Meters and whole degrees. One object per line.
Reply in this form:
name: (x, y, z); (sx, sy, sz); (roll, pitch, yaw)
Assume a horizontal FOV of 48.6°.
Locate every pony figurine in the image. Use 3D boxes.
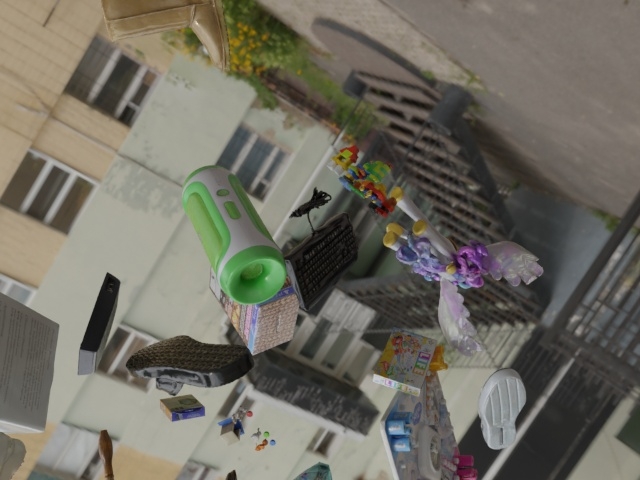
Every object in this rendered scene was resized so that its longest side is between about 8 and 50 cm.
pony figurine: (0.329, 0.057, 1.756); (0.364, 0.302, 0.351); (34, -164, -27)

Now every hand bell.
hand bell: (-0.594, 0.654, 1.989); (0.126, 0.126, 0.241); (21, -127, -65)

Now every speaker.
speaker: (-0.165, -0.018, 1.303); (0.131, 0.131, 0.296); (28, -160, -41)

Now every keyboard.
keyboard: (0.000, 0.000, 1.487); (0.201, 0.033, 0.317); (68, -153, -10)

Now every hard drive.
hard drive: (-0.614, 0.234, 1.972); (0.054, 0.172, 0.254); (15, -131, -10)

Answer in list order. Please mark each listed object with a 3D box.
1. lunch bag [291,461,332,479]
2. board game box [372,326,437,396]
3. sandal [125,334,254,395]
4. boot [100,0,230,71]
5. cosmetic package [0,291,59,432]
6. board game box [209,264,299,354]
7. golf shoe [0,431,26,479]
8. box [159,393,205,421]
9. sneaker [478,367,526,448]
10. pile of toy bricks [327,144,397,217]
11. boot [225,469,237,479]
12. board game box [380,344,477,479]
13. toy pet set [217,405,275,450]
lunch bag: (-0.058, 0.715, 1.860); (0.160, 0.262, 0.223); (31, 153, 7)
board game box: (0.187, 0.263, 1.553); (0.104, 0.026, 0.154); (16, -140, 14)
sandal: (-0.315, 0.307, 1.649); (0.168, 0.106, 0.446); (-27, -165, -37)
boot: (-0.356, -0.496, 1.653); (0.270, 0.236, 0.089); (-10, -167, -6)
cosmetic package: (-0.965, 0.338, 1.925); (0.328, 0.329, 0.393); (-3, 157, 6)
board game box: (-0.200, 0.144, 2.103); (0.141, 0.232, 0.291); (-19, -127, -28)
golf shoe: (-0.828, 0.580, 1.645); (0.115, 0.306, 0.140); (4, 143, 35)
box: (-0.327, 0.400, 1.686); (0.081, 0.028, 0.136); (-4, -174, -24)
sneaker: (0.359, 0.330, 1.460); (0.091, 0.094, 0.258); (-104, 6, -45)
pile of toy bricks: (0.122, -0.150, 1.678); (0.118, 0.105, 0.212); (49, 176, -41)
boot: (-0.252, 0.653, 1.705); (0.106, 0.082, 0.219); (-4, -140, 2)
board game box: (0.263, 0.487, 1.623); (0.390, 0.050, 0.389); (-40, -64, -62)
toy pet set: (-0.186, 0.461, 1.755); (0.122, 0.114, 0.065); (59, -166, -25)
